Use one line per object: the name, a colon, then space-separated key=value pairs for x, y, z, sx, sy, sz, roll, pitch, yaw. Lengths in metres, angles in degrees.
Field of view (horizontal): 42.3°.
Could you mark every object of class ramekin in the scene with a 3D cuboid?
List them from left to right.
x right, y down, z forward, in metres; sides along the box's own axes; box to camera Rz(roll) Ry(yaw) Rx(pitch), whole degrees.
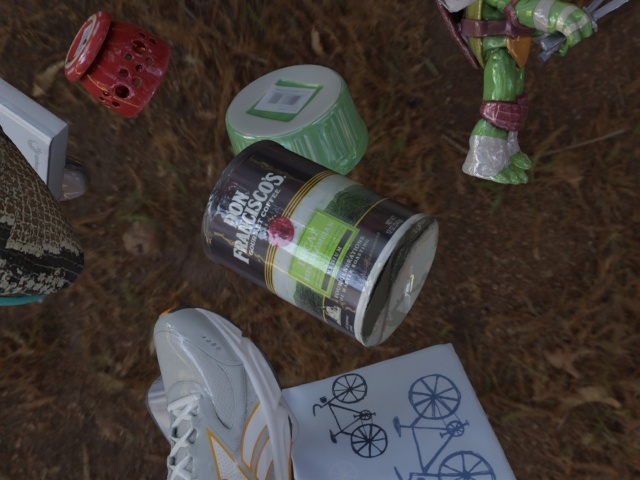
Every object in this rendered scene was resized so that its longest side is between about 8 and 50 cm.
ramekin: x=-0.059 y=-0.248 z=1.792 sx=0.303 sy=0.303 sz=0.148 roll=-26 pitch=131 yaw=-5

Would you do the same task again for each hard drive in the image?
hard drive: x=-0.545 y=-0.203 z=1.250 sx=0.353 sy=0.233 sz=0.047 roll=34 pitch=58 yaw=-1

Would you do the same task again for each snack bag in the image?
snack bag: x=0.108 y=0.330 z=1.314 sx=0.342 sy=0.323 sz=0.037 roll=-15 pitch=134 yaw=-6

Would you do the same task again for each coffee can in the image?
coffee can: x=0.000 y=0.000 z=1.176 sx=0.275 sy=0.201 sz=0.202 roll=27 pitch=89 yaw=24

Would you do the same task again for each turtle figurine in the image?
turtle figurine: x=0.255 y=-0.199 z=0.896 sx=0.274 sy=0.198 sz=0.267 roll=1 pitch=111 yaw=-16

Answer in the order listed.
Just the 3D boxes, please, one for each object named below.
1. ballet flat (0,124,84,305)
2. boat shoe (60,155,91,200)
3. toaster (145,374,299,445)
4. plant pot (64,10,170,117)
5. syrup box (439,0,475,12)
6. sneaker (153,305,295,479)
ballet flat: x=-0.336 y=-0.086 z=0.430 sx=0.482 sy=0.164 sz=0.182 roll=15 pitch=117 yaw=-30
boat shoe: x=-0.608 y=-0.185 z=1.613 sx=0.355 sy=0.132 sz=0.130 roll=17 pitch=59 yaw=4
toaster: x=-0.134 y=0.261 z=1.197 sx=0.146 sy=0.129 sz=0.227 roll=-23 pitch=103 yaw=39
plant pot: x=-0.448 y=-0.388 z=1.797 sx=0.174 sy=0.191 sz=0.191 roll=28 pitch=89 yaw=-30
syrup box: x=0.052 y=-0.268 z=0.502 sx=0.096 sy=0.093 sz=0.237 roll=-33 pitch=74 yaw=21
sneaker: x=-0.082 y=0.179 z=0.631 sx=0.121 sy=0.099 sz=0.263 roll=-19 pitch=83 yaw=-41
